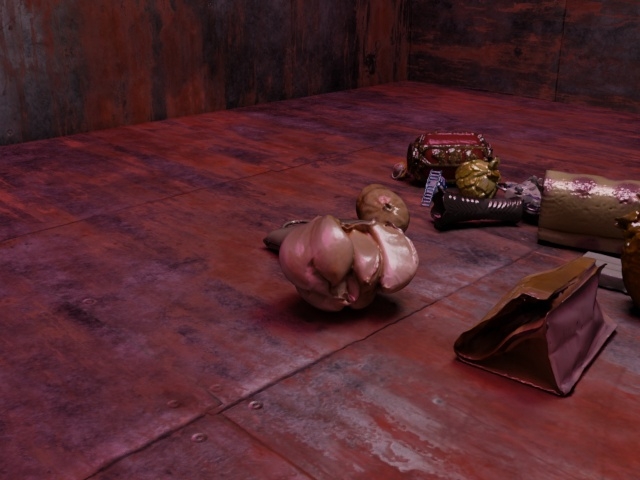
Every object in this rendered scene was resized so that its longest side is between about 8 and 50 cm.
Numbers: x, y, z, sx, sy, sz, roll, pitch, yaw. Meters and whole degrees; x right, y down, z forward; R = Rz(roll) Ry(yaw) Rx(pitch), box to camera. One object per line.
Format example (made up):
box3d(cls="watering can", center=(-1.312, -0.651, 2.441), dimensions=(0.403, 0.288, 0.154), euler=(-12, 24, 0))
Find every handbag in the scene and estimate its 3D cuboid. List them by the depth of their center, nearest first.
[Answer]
box3d(cls="handbag", center=(0.000, 0.000, 1.734), dimensions=(0.241, 0.109, 0.315), euler=(-11, 11, -30))

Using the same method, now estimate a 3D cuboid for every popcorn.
box3d(cls="popcorn", center=(0.477, -0.184, 2.101), dimensions=(0.136, 0.162, 0.141), euler=(27, 57, -16))

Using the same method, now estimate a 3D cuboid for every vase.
box3d(cls="vase", center=(0.433, -0.086, 1.900), dimensions=(0.238, 0.115, 0.115), euler=(2, 21, -9))

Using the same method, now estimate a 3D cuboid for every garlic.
box3d(cls="garlic", center=(0.049, 0.064, 1.425), dimensions=(0.281, 0.184, 0.203), euler=(13, 42, -25))

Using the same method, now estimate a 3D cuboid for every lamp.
box3d(cls="lamp", center=(0.420, -0.270, 2.256), dimensions=(0.274, 0.177, 0.177), euler=(-3, 22, -6))

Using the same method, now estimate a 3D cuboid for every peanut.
box3d(cls="peanut", center=(0.159, -0.079, 1.836), dimensions=(0.129, 0.129, 0.224), euler=(-5, 20, -13))

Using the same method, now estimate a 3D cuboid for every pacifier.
box3d(cls="pacifier", center=(0.279, -0.230, 2.336), dimensions=(0.064, 0.068, 0.083), euler=(28, 0, -27))

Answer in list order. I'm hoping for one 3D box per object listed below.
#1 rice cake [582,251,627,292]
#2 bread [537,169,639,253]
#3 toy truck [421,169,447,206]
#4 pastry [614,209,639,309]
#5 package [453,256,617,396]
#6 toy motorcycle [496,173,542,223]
box3d(cls="rice cake", center=(0.699, 0.079, 1.555), dimensions=(0.237, 0.043, 0.127), euler=(13, 24, 30))
box3d(cls="bread", center=(0.725, -0.067, 1.739), dimensions=(0.338, 0.187, 0.155), euler=(9, 27, 24))
box3d(cls="toy truck", center=(0.343, -0.146, 2.108), dimensions=(0.063, 0.074, 0.136), euler=(8, 64, 24))
box3d(cls="pastry", center=(0.723, 0.051, 1.371), dimensions=(0.240, 0.235, 0.132), euler=(-10, 17, 34))
box3d(cls="package", center=(0.415, 0.120, 1.284), dimensions=(0.221, 0.165, 0.311), euler=(16, 26, 35))
box3d(cls="toy motorcycle", center=(0.612, -0.121, 1.984), dimensions=(0.150, 0.102, 0.221), euler=(3, 25, -19))
